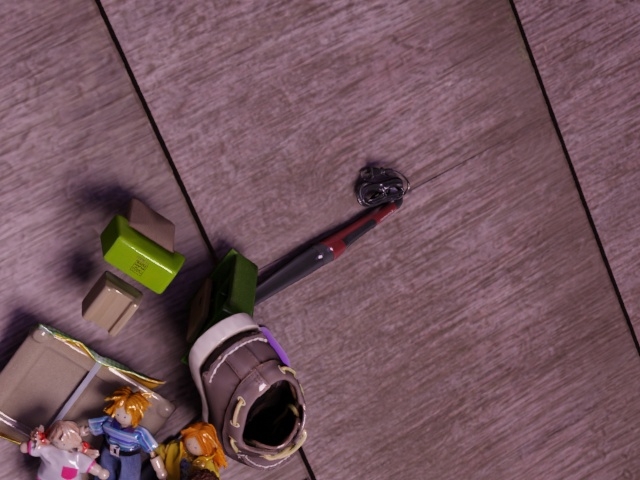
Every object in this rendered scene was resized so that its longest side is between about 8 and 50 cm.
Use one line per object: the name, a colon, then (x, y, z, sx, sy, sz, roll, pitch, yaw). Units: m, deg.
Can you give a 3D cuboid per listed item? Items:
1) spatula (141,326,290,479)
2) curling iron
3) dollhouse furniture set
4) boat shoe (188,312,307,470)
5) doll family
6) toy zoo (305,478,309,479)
spatula: (-0.146, 0.230, 1.987, 0.296, 0.030, 0.084, -43, 117, -14)
curling iron: (0.000, 0.000, 2.032, 0.274, 0.035, 0.068, -40, 104, -17)
dollhouse furniture set: (-0.238, 0.119, 1.920, 0.198, 0.151, 0.301, 34, 109, -16)
boat shoe: (-0.068, 0.197, 1.883, 0.117, 0.324, 0.096, -35, 62, -13)
doll family: (-0.198, 0.251, 1.852, 0.263, 0.118, 0.163, 18, 121, 11)
toy zoo: (-0.075, 0.458, 2.035, 0.293, 0.030, 0.192, -38, 107, -16)
